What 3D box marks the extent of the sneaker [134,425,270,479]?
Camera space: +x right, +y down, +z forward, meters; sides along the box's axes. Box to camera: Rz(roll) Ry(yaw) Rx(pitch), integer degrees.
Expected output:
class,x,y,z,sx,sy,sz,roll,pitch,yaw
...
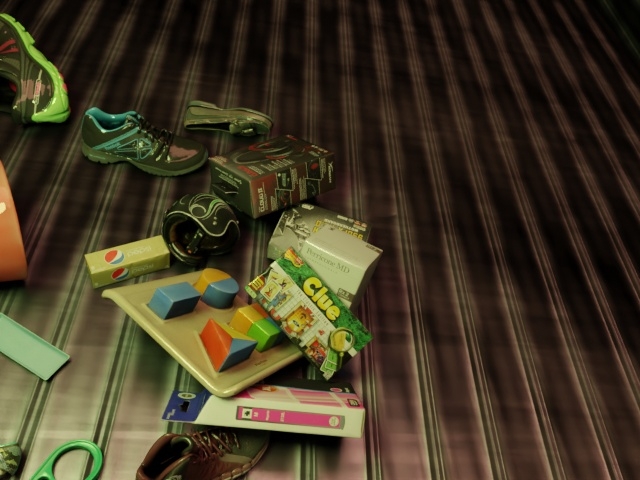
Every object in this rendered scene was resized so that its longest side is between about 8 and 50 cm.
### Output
class,x,y,z,sx,sy,sz,roll,pitch,yaw
sneaker,-0.203,0.377,1.094,0.281,0.163,0.106,-25,58,-31

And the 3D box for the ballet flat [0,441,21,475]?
class,x,y,z,sx,sy,sz,roll,pitch,yaw
ballet flat,-0.621,0.396,1.050,0.188,0.070,0.070,-5,49,-14

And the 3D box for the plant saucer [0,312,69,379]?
class,x,y,z,sx,sy,sz,roll,pitch,yaw
plant saucer,-0.610,0.218,1.244,0.192,0.018,0.067,28,48,11

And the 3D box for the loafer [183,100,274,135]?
class,x,y,z,sx,sy,sz,roll,pitch,yaw
loafer,-0.275,-0.344,1.807,0.267,0.096,0.084,12,66,7

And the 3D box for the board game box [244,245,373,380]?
class,x,y,z,sx,sy,sz,roll,pitch,yaw
board game box,-0.024,0.151,1.275,0.136,0.030,0.260,-42,88,-12

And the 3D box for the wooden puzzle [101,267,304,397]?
class,x,y,z,sx,sy,sz,roll,pitch,yaw
wooden puzzle,-0.216,0.157,1.252,0.347,0.081,0.322,33,18,19

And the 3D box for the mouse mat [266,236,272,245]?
class,x,y,z,sx,sy,sz,roll,pitch,yaw
mouse mat,-0.025,0.017,1.577,0.189,0.007,0.152,35,50,17

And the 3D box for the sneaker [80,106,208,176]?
class,x,y,z,sx,sy,sz,roll,pitch,yaw
sneaker,-0.474,-0.267,1.639,0.340,0.140,0.125,6,45,-10

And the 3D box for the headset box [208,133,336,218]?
class,x,y,z,sx,sy,sz,roll,pitch,yaw
headset box,-0.139,-0.173,1.607,0.293,0.110,0.218,-23,34,-29

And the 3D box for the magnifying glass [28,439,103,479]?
class,x,y,z,sx,sy,sz,roll,pitch,yaw
magnifying glass,-0.497,0.435,1.070,0.230,0.026,0.092,-25,58,-33

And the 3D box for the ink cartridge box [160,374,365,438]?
class,x,y,z,sx,sy,sz,roll,pitch,yaw
ink cartridge box,-0.109,0.312,1.181,0.370,0.069,0.176,5,3,-7

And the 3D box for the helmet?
class,x,y,z,sx,sy,sz,roll,pitch,yaw
helmet,-0.282,-0.034,1.458,0.169,0.170,0.161,27,28,11

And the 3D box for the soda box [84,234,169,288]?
class,x,y,z,sx,sy,sz,roll,pitch,yaw
soda box,-0.445,0.048,1.412,0.181,0.058,0.061,-17,54,-26

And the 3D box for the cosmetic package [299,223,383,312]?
class,x,y,z,sx,sy,sz,roll,pitch,yaw
cosmetic package,0.026,0.087,1.375,0.151,0.184,0.151,26,23,12

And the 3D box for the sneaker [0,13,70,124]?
class,x,y,z,sx,sy,sz,roll,pitch,yaw
sneaker,-0.903,-0.492,1.716,0.482,0.185,0.202,41,48,24

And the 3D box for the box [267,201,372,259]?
class,x,y,z,sx,sy,sz,roll,pitch,yaw
box,0.000,0.000,1.555,0.230,0.056,0.183,19,46,5

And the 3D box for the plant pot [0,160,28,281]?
class,x,y,z,sx,sy,sz,roll,pitch,yaw
plant pot,-0.760,-0.023,1.245,0.243,0.275,0.275,-14,52,-30
